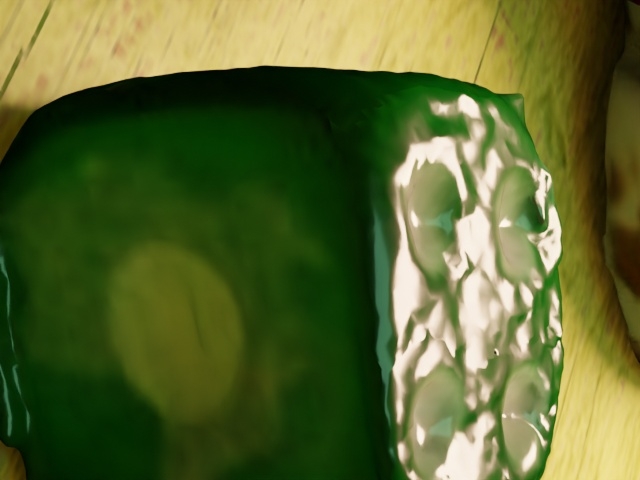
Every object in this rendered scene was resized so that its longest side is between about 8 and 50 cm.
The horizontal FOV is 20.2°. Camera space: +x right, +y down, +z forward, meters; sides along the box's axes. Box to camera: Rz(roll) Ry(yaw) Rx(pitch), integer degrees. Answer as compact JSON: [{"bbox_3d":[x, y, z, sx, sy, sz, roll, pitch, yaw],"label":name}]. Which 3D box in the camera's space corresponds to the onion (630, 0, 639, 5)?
[{"bbox_3d":[0.123,-0.260,0.590,0.385,0.347,0.348,-106,176,-62],"label":"onion"}]

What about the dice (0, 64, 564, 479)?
[{"bbox_3d":[-0.009,0.020,0.496,0.120,0.131,0.128,-3,90,-57],"label":"dice"}]

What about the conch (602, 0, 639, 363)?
[{"bbox_3d":[0.229,-0.083,0.816,0.249,0.197,0.368,-46,126,-27],"label":"conch"}]
